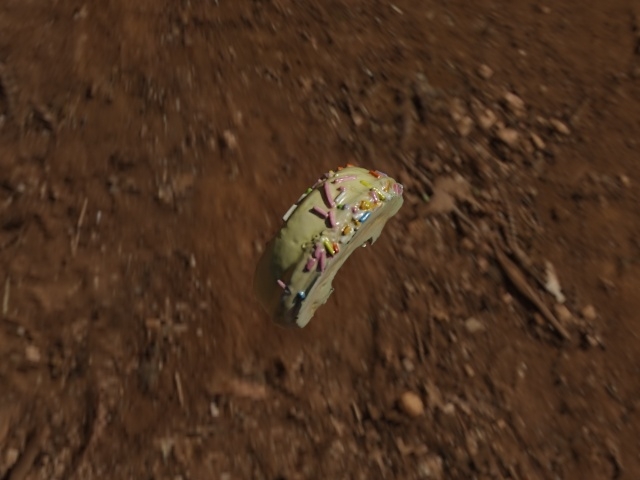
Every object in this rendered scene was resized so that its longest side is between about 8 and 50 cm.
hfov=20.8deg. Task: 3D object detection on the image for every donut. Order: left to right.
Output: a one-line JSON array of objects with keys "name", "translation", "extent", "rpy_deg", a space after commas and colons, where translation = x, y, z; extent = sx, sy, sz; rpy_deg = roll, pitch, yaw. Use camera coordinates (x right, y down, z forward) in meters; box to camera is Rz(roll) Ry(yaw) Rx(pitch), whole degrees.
[{"name": "donut", "translation": [0.001, -0.003, 1.496], "extent": [0.065, 0.108, 0.166], "rpy_deg": [39, 83, 13]}]
